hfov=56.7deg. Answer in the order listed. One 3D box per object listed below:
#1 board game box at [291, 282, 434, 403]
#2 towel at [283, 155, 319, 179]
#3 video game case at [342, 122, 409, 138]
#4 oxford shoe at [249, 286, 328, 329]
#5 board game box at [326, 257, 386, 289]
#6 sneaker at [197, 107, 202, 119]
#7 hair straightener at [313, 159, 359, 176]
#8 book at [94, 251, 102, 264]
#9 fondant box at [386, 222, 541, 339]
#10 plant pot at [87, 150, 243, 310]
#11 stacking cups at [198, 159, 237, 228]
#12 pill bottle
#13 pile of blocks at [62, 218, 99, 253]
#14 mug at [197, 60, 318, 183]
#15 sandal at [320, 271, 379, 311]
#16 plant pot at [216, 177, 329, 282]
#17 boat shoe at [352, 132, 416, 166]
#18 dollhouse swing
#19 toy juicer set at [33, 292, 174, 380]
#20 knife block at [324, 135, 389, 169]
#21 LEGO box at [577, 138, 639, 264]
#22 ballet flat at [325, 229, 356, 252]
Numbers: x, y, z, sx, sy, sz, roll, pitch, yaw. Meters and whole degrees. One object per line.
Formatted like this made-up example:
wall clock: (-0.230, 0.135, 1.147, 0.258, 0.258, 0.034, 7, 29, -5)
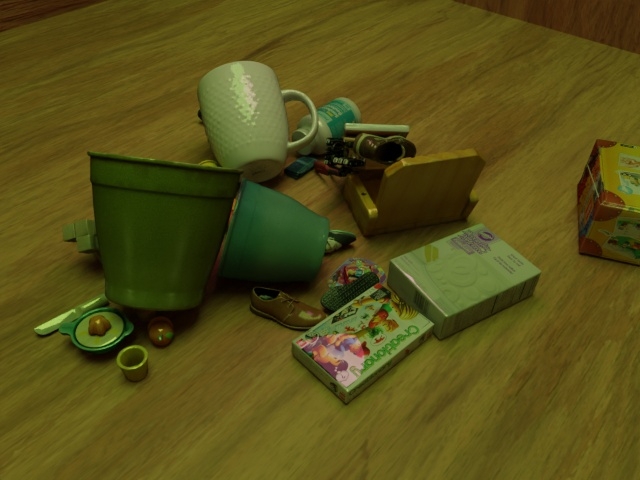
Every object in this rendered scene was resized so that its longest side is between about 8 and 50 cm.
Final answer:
board game box: (0.106, 0.240, 1.451, 0.305, 0.053, 0.193, -31, 51, -32)
towel: (-0.066, -0.255, 2.029, 0.067, 0.029, 0.119, 27, 47, 26)
video game case: (0.175, -0.336, 1.985, 0.204, 0.285, 0.025, 2, 84, 0)
oxford shoe: (-0.082, 0.170, 1.509, 0.212, 0.076, 0.076, 14, 41, 10)
board game box: (0.102, 0.095, 1.633, 0.133, 0.033, 0.169, 27, 47, 26)
sneaker: (-0.376, -0.422, 2.164, 0.226, 0.086, 0.163, 16, 40, 14)
hair straightener: (0.062, -0.241, 1.942, 0.089, 0.047, 0.230, -16, 15, -22)
book: (-0.602, 0.016, 1.699, 0.096, 0.035, 0.144, -23, 46, -34)
fondant box: (0.381, 0.099, 1.595, 0.330, 0.096, 0.238, -20, 45, -25)
plant pot: (-0.393, -0.022, 1.462, 0.367, 0.352, 0.366, 7, 6, -1)
stacking cups: (-0.303, -0.127, 1.825, 0.096, 0.096, 0.316, -16, 45, -20)
pill bottle: (0.017, -0.398, 2.108, 0.146, 0.146, 0.264, 29, 48, 27)
pile of blocks: (-0.516, -0.002, 1.652, 0.362, 0.149, 0.112, -7, 79, -18)
mug: (-0.192, -0.378, 1.946, 0.374, 0.276, 0.327, -13, 72, -5)
sandal: (0.079, 0.140, 1.570, 0.179, 0.040, 0.067, -25, 78, -25)
plant pot: (-0.120, -0.002, 1.583, 0.255, 0.271, 0.271, 15, 41, -8)
boat shoe: (0.210, -0.256, 1.745, 0.258, 0.095, 0.095, -6, 26, -44)
dollhouse swing: (0.275, -0.204, 1.780, 0.347, 0.304, 0.315, -10, 43, -12)
toy juicer set: (-0.511, 0.195, 1.450, 0.329, 0.089, 0.209, 20, 44, 20)
knife block: (0.142, -0.263, 1.811, 0.276, 0.088, 0.242, 4, 14, -9)
LEGO box: (1.054, -0.091, 1.765, 0.501, 0.193, 0.372, 13, 42, 12)
ballet flat: (0.000, 0.000, 1.720, 0.203, 0.074, 0.074, 11, 42, 1)
